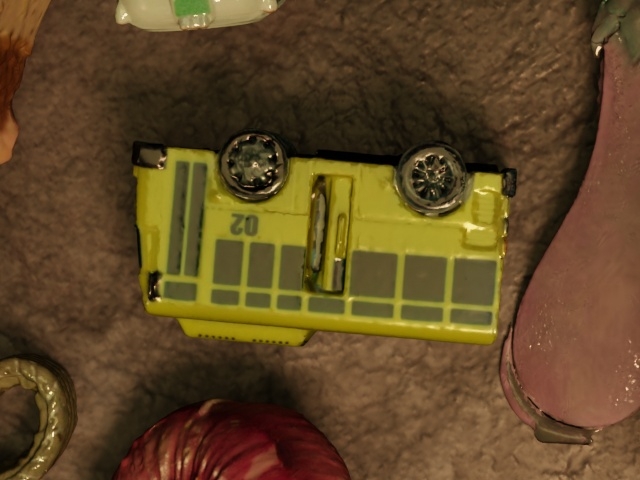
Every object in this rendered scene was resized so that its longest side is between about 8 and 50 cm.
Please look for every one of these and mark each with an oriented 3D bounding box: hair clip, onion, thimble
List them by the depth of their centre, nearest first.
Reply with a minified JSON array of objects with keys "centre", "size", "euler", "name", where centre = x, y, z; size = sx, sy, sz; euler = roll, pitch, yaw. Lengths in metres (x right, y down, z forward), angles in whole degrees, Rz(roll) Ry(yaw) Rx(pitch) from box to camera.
[{"centre":[-0.052,0.226,1.250],"size":[0.163,0.230,0.230],"euler":[19,93,-38],"name":"onion"},{"centre":[0.218,-0.023,1.259],"size":[0.110,0.095,0.358],"euler":[11,94,-13],"name":"hair clip"},{"centre":[-0.224,0.136,1.303],"size":[0.084,0.062,0.110],"euler":[17,92,3],"name":"thimble"}]

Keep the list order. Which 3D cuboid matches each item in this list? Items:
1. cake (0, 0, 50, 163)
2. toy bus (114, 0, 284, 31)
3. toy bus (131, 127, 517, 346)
[{"centre":[-0.336,-0.158,1.203],"size":[0.256,0.282,0.290],"euler":[20,94,7],"name":"cake"},{"centre":[-0.090,-0.281,1.209],"size":[0.134,0.164,0.276],"euler":[-5,112,4],"name":"toy bus"},{"centre":[0.000,0.000,1.252],"size":[0.262,0.128,0.150],"euler":[4,91,4],"name":"toy bus"}]
